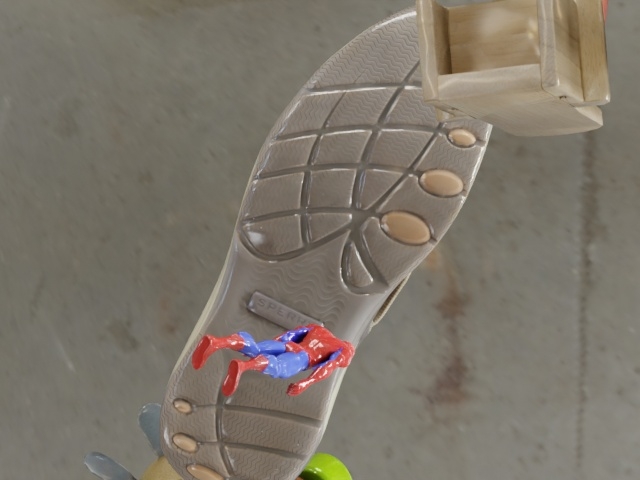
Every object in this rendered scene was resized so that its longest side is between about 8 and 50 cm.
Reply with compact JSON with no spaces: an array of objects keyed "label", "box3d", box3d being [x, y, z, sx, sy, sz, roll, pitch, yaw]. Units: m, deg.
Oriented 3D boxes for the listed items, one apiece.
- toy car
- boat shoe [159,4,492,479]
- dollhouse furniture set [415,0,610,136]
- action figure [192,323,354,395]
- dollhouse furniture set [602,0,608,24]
[{"label":"toy car","box3d":[-0.099,0.214,1.523,0.188,0.155,0.149,40,129,11]},{"label":"boat shoe","box3d":[0.000,0.000,1.210,0.132,0.130,0.355,31,99,-3]},{"label":"dollhouse furniture set","box3d":[0.191,-0.240,0.815,0.303,0.174,0.355,-6,85,19]},{"label":"action figure","box3d":[-0.019,0.062,0.947,0.115,0.038,0.030,-5,121,-51]},{"label":"dollhouse furniture set","box3d":[0.317,-0.238,1.438,0.374,0.152,0.201,4,138,3]}]
